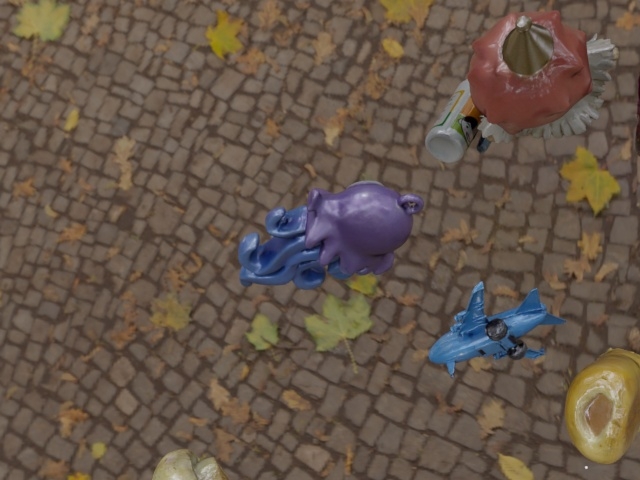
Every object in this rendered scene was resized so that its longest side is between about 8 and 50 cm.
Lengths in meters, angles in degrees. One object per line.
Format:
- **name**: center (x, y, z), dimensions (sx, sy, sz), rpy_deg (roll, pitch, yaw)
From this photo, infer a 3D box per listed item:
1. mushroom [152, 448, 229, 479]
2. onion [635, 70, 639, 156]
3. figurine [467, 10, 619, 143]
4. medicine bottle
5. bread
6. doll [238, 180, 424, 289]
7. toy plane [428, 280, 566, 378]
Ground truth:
- **mushroom**: center (-0.195, 0.387, 1.221), dimensions (0.112, 0.148, 0.148), rpy_deg (-36, 66, -10)
- **onion**: center (0.588, -0.234, 1.105), dimensions (0.260, 0.336, 0.282), rpy_deg (8, 77, 25)
- **figurine**: center (0.268, -0.218, 1.020), dimensions (0.207, 0.387, 0.166), rpy_deg (-29, 76, 25)
- **medicine bottle**: center (0.237, -0.198, 1.197), dimensions (0.061, 0.092, 0.221), rpy_deg (-12, 36, 49)
- **bread**: center (0.384, 0.220, 1.073), dimensions (0.085, 0.173, 0.134), rpy_deg (10, 95, 31)
- **doll**: center (0.000, 0.000, 0.669), dimensions (0.205, 0.110, 0.067), rpy_deg (-22, 49, 34)
- **toy plane**: center (0.330, 0.185, 1.552), dimensions (0.271, 0.254, 0.105), rpy_deg (-34, 36, 20)
